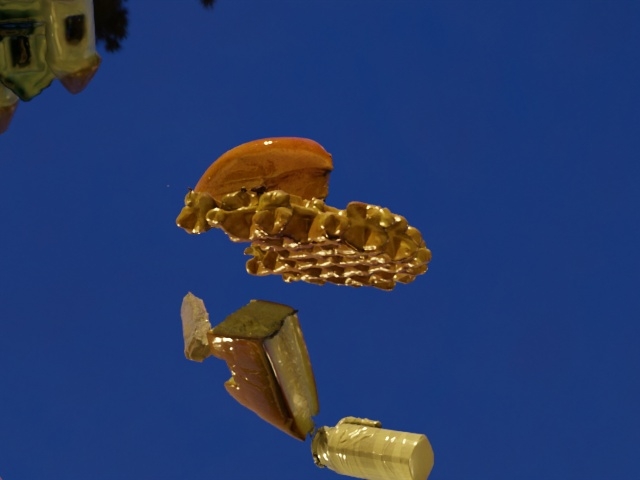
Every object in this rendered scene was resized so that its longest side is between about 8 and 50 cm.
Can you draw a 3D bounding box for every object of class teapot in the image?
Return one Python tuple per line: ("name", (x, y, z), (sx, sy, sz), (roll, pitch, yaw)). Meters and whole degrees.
("teapot", (0.088, 0.344, 1.151), (0.107, 0.200, 0.077), (-51, -53, -43))

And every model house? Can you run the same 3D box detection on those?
("model house", (-0.361, -0.226, 0.738), (0.253, 0.184, 0.291), (-13, -43, -22))

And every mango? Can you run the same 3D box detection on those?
("mango", (-0.099, -0.097, 1.194), (0.252, 0.126, 0.154), (-15, -76, -1))

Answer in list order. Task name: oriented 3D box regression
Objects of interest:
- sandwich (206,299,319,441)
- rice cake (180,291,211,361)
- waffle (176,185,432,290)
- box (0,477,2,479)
("sandwich", (-0.082, 0.223, 1.159), (0.122, 0.128, 0.236), (-42, -52, -44))
("rice cake", (-0.230, 0.156, 1.265), (0.049, 0.270, 0.055), (31, -87, -18))
("waffle", (0.000, 0.000, 0.793), (0.259, 0.293, 0.069), (5, -102, 12))
("box", (-0.216, 0.118, 0.367), (0.117, 0.036, 0.050), (42, -94, 17))
